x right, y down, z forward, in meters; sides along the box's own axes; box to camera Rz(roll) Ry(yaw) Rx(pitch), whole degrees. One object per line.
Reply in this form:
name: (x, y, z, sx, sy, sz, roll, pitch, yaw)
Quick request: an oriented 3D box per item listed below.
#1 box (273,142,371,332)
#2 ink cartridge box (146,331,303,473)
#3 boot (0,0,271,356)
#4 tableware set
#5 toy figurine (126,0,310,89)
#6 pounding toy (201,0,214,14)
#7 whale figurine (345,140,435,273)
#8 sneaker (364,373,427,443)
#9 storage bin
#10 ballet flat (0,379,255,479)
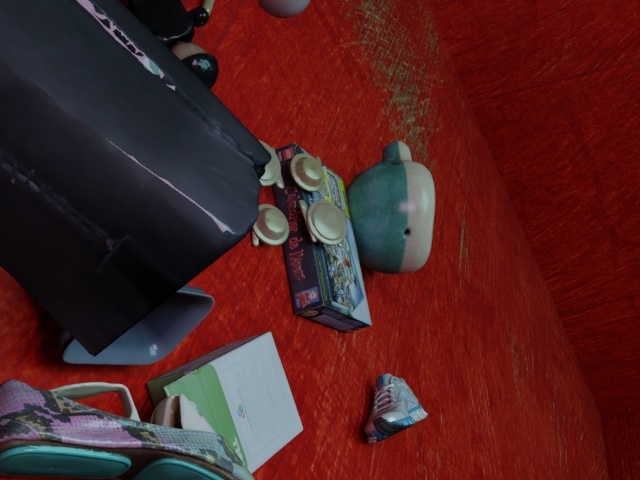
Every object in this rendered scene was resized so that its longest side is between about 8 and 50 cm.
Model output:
box: (0.000, 0.000, 1.199, 0.159, 0.044, 0.233, 29, 46, -59)
ink cartridge box: (-0.096, 0.163, 0.804, 0.209, 0.062, 0.109, -18, 90, -68)
boot: (-0.202, -0.182, 0.484, 0.445, 0.146, 0.367, 40, 28, -11)
tableware set: (-0.038, -0.058, 1.109, 0.169, 0.020, 0.141, 4, 66, -38)
toy figurine: (-0.134, -0.254, 0.850, 0.148, 0.213, 0.209, 61, 18, 12)
pounding toy: (-0.119, -0.375, 1.071, 0.155, 0.154, 0.269, 67, 22, -11)
whale figurine: (0.091, -0.052, 1.380, 0.272, 0.141, 0.216, -110, -158, -70)
sneaker: (0.094, 0.230, 1.222, 0.083, 0.071, 0.191, 68, 12, 9)
storage bin: (-0.170, 0.043, 0.705, 0.091, 0.098, 0.135, 49, 13, 23)
ballet flat: (-0.137, 0.146, 0.641, 0.221, 0.077, 0.079, 22, 45, -33)
